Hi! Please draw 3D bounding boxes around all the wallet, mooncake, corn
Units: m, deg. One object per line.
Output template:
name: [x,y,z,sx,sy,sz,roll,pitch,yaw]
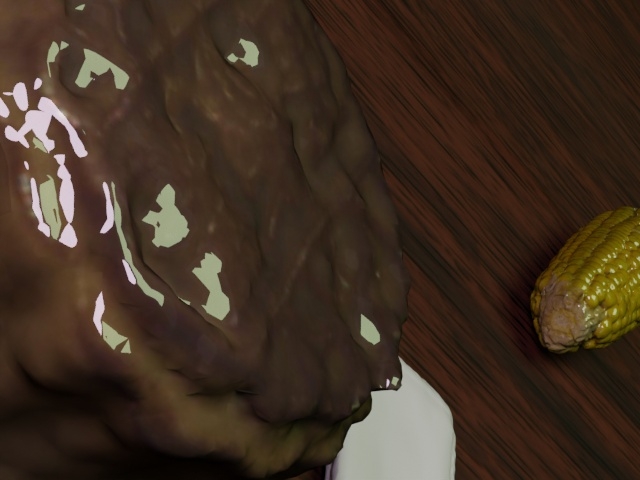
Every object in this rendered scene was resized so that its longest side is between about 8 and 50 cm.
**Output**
wallet: [0.043,0.147,1.206,0.124,0.032,0.183,45,34,-34]
mooncake: [-0.100,-0.017,0.925,0.324,0.187,0.324,40,37,-40]
corn: [0.240,0.032,1.586,0.097,0.097,0.262,63,28,-2]
